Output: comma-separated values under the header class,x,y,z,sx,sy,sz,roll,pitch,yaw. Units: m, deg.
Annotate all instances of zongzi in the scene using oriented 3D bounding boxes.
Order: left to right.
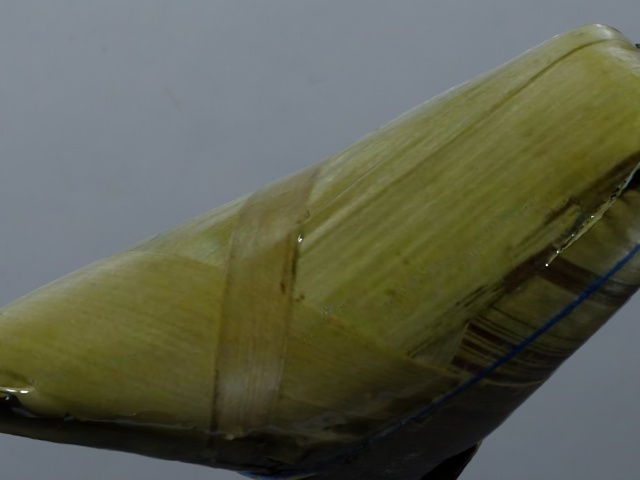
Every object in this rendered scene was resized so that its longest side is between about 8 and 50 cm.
class,x,y,z,sx,sy,sz,roll,pitch,yaw
zongzi,0.000,0.000,0.585,0.289,0.123,0.260,17,127,-43
